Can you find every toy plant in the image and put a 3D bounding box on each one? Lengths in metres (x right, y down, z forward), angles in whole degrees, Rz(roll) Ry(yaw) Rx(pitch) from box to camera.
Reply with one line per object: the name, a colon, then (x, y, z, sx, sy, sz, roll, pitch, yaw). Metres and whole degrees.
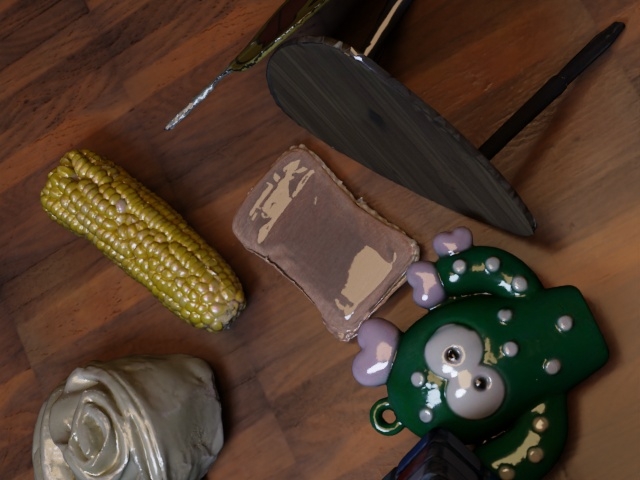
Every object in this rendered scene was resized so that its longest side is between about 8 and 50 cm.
toy plant: (0.155, 0.125, 1.253, 0.232, 0.112, 0.243, 40, 92, 11)

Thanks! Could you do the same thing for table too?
table: (0.115, -0.207, 1.281, 0.317, 0.317, 0.249, 29, 79, 23)

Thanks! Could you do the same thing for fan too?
fan: (-0.047, -0.228, 1.355, 0.335, 0.229, 0.011, -41, 105, 13)

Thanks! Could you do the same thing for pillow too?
pillow: (0.001, -0.003, 1.379, 0.211, 0.034, 0.135, 44, 101, 23)

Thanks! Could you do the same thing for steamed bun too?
steamed bun: (-0.219, 0.224, 1.361, 0.218, 0.144, 0.211, -4, 80, 21)

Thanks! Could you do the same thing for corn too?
corn: (-0.198, 0.001, 1.420, 0.292, 0.101, 0.101, 39, 96, 23)

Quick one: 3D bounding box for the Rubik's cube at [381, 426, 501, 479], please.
Rubik's cube: (0.106, 0.381, 1.096, 0.287, 0.292, 0.293, 43, 100, 1)
